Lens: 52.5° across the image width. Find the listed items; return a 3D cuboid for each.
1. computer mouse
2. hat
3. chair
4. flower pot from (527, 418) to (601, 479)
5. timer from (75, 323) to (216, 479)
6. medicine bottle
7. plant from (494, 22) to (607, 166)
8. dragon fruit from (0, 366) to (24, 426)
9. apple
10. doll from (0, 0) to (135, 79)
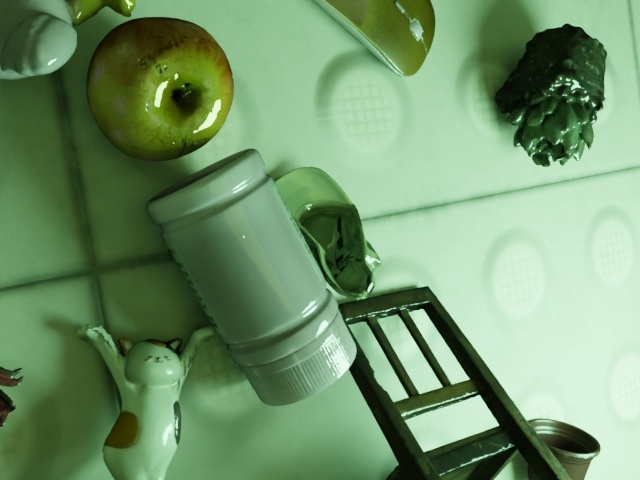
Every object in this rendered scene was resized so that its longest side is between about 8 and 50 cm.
[{"bbox_3d":[0.060,-0.314,0.828,0.245,0.056,0.125,35,72,-27],"label":"computer mouse"},{"bbox_3d":[-0.001,-0.006,0.761,0.166,0.081,0.122,44,43,-4],"label":"hat"},{"bbox_3d":[0.132,0.296,0.792,0.203,0.416,0.240,-8,137,-31],"label":"chair"},{"bbox_3d":[0.352,0.332,0.969,0.111,0.111,0.089,2,103,-32],"label":"flower pot"},{"bbox_3d":[-0.167,0.213,0.636,0.175,0.175,0.265,6,67,-32],"label":"timer"},{"bbox_3d":[-0.068,0.039,0.690,0.133,0.133,0.249,-35,105,-28],"label":"medicine bottle"},{"bbox_3d":[0.341,-0.211,0.956,0.132,0.129,0.194,28,71,-26],"label":"plant"},{"bbox_3d":[-0.390,0.153,0.502,0.274,0.126,0.161,-40,99,-36],"label":"dragon fruit"},{"bbox_3d":[-0.161,-0.153,0.648,0.147,0.146,0.146,1,88,-32],"label":"apple"},{"bbox_3d":[-0.317,-0.124,0.535,0.365,0.160,0.094,-56,153,-21],"label":"doll"}]
